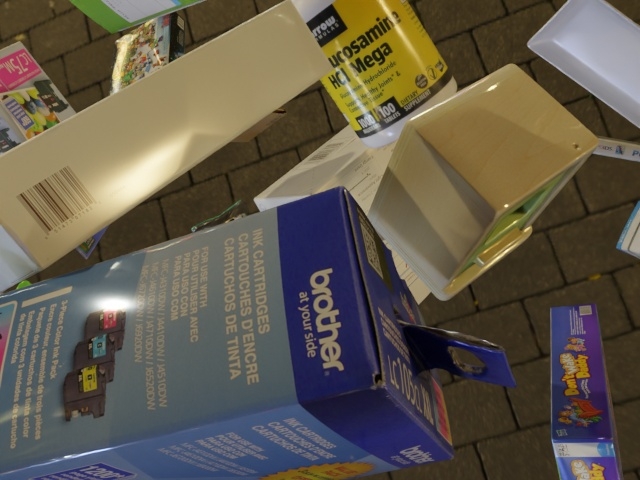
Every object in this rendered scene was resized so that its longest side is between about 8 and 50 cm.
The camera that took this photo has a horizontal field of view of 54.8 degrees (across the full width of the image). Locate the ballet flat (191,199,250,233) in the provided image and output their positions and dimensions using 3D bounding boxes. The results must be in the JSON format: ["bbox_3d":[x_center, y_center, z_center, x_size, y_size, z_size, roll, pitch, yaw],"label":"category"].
[{"bbox_3d":[-0.284,-0.052,1.814,0.074,0.074,0.203,40,48,16],"label":"ballet flat"}]

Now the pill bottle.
[{"bbox_3d":[0.064,-0.335,1.012,0.188,0.188,0.334,-35,105,5],"label":"pill bottle"}]

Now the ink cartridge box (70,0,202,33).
[{"bbox_3d":[-0.068,-0.259,0.404,0.255,0.097,0.189,3,64,41],"label":"ink cartridge box"}]

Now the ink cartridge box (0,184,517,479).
[{"bbox_3d":[-0.054,0.113,0.506,0.395,0.270,0.151,-18,58,13],"label":"ink cartridge box"}]

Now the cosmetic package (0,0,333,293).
[{"bbox_3d":[-0.202,-0.093,0.664,0.377,0.284,0.097,-43,104,-35],"label":"cosmetic package"}]

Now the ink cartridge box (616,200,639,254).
[{"bbox_3d":[0.468,0.007,0.771,0.139,0.191,0.082,27,100,15],"label":"ink cartridge box"}]

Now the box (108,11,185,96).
[{"bbox_3d":[-0.342,-0.328,1.211,0.159,0.044,0.233,-20,58,24],"label":"box"}]

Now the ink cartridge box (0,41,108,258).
[{"bbox_3d":[-0.413,-0.141,0.951,0.065,0.186,0.311,-25,115,12],"label":"ink cartridge box"}]

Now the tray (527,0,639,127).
[{"bbox_3d":[0.490,-0.294,1.009,0.270,0.145,0.030,34,61,-5],"label":"tray"}]

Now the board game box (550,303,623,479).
[{"bbox_3d":[0.430,0.291,0.992,0.078,0.347,0.233,-9,111,24],"label":"board game box"}]

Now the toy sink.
[{"bbox_3d":[0.155,-0.040,0.660,0.153,0.234,0.131,-31,70,-25],"label":"toy sink"}]

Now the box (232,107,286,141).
[{"bbox_3d":[-0.218,-0.328,1.753,0.201,0.164,0.021,-23,78,46],"label":"box"}]

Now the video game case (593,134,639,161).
[{"bbox_3d":[0.690,-0.226,1.472,0.300,0.329,0.036,9,105,-4],"label":"video game case"}]

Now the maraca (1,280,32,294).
[{"bbox_3d":[-0.500,0.130,0.989,0.127,0.099,0.186,34,48,15],"label":"maraca"}]

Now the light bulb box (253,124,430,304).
[{"bbox_3d":[0.113,-0.043,1.390,0.358,0.225,0.361,-41,114,-28],"label":"light bulb box"}]
